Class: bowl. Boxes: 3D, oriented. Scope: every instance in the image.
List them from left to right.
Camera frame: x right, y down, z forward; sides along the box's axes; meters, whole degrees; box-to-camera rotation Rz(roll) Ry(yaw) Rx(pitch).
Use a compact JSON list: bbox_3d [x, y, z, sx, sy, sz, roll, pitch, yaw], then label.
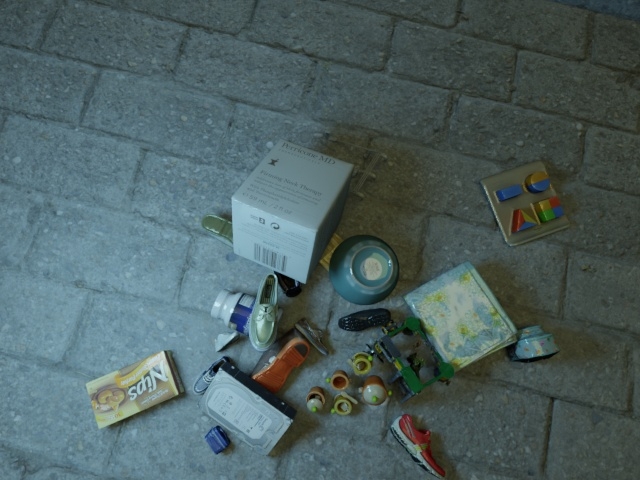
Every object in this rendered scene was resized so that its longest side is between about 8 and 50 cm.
[{"bbox_3d":[0.199,0.115,1.692,0.313,0.163,0.310,1,81,-5],"label":"bowl"}]

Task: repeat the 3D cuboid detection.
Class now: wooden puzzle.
[{"bbox_3d":[0.945,-0.180,1.848,0.323,0.080,0.347,-19,79,-6],"label":"wooden puzzle"}]

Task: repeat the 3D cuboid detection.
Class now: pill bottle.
[{"bbox_3d":[-0.297,0.301,1.646,0.265,0.153,0.153,22,77,3],"label":"pill bottle"}]

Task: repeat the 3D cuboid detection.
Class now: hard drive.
[{"bbox_3d":[-0.287,0.650,1.555,0.339,0.064,0.236,34,112,4],"label":"hard drive"}]

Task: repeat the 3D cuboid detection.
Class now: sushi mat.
[{"bbox_3d":[0.000,0.000,1.795,0.316,0.019,0.151,44,80,7],"label":"sushi mat"}]

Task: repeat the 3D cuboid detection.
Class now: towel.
[{"bbox_3d":[0.579,0.315,1.677,0.321,0.090,0.374,-30,75,2],"label":"towel"}]

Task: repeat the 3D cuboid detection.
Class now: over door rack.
[{"bbox_3d":[0.111,-0.338,1.842,0.325,0.108,0.239,27,77,18],"label":"over door rack"}]

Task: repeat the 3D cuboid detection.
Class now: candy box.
[{"bbox_3d":[-0.727,0.581,1.596,0.317,0.087,0.182,-22,79,-8],"label":"candy box"}]

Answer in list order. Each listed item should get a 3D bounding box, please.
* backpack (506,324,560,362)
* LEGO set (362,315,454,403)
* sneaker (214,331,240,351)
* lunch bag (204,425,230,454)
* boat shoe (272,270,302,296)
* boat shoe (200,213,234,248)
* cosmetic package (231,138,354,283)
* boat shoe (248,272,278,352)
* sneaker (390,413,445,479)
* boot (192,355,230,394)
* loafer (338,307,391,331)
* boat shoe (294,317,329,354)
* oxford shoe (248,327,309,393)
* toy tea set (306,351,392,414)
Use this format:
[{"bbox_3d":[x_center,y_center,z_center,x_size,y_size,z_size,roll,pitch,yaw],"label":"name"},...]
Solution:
[{"bbox_3d":[0.867,0.423,1.654,0.166,0.188,0.144,-10,78,-4],"label":"backpack"},{"bbox_3d":[0.353,0.494,1.645,0.255,0.192,0.331,-30,66,-27],"label":"LEGO set"},{"bbox_3d":[-0.386,0.399,1.640,0.152,0.054,0.061,-37,67,30],"label":"sneaker"},{"bbox_3d":[-0.400,0.771,1.579,0.065,0.067,0.098,-38,81,-10],"label":"lunch bag"},{"bbox_3d":[-0.157,0.067,1.701,0.127,0.158,0.340,-21,80,-7],"label":"boat shoe"},{"bbox_3d":[-0.362,-0.018,1.738,0.303,0.103,0.113,31,80,4],"label":"boat shoe"},{"bbox_3d":[-0.107,-0.118,1.577,0.330,0.327,0.393,21,51,8],"label":"cosmetic package"},{"bbox_3d":[-0.213,0.266,1.536,0.109,0.094,0.301,5,61,-7],"label":"boat shoe"},{"bbox_3d":[0.405,0.809,1.594,0.118,0.107,0.279,-39,84,-19],"label":"sneaker"},{"bbox_3d":[-0.443,0.538,1.619,0.069,0.086,0.190,41,79,6],"label":"boot"},{"bbox_3d":[0.186,0.331,1.704,0.224,0.078,0.076,-12,100,11],"label":"loafer"},{"bbox_3d":[-0.024,0.396,1.681,0.183,0.066,0.066,44,78,7],"label":"boat shoe"},{"bbox_3d":[-0.196,0.507,1.637,0.364,0.132,0.130,-43,121,2],"label":"oxford shoe"},{"bbox_3d":[0.103,0.597,1.575,0.336,0.124,0.200,-37,96,11],"label":"toy tea set"}]
